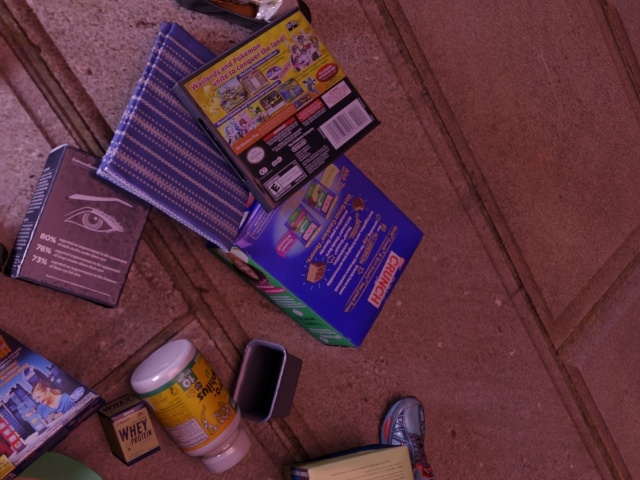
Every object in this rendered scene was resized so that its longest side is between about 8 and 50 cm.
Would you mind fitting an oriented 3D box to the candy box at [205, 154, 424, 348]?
[{"bbox_3d":[0.000,0.000,1.278,0.317,0.122,0.268,42,67,-24],"label":"candy box"}]

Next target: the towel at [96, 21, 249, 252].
[{"bbox_3d":[-0.202,-0.173,1.138,0.243,0.040,0.335,34,51,-30],"label":"towel"}]

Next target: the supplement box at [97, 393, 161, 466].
[{"bbox_3d":[-0.302,0.295,1.105,0.056,0.083,0.083,-23,100,-32],"label":"supplement box"}]

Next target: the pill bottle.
[{"bbox_3d":[-0.204,0.274,1.148,0.118,0.118,0.208,-40,109,-26],"label":"pill bottle"}]

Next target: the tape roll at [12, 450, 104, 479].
[{"bbox_3d":[-0.414,0.446,0.940,0.322,0.077,0.321,6,59,-10],"label":"tape roll"}]

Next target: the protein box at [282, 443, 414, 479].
[{"bbox_3d":[0.060,0.487,1.264,0.200,0.136,0.201,-6,78,-24],"label":"protein box"}]

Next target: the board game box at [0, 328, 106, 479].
[{"bbox_3d":[-0.442,0.218,0.983,0.194,0.060,0.194,-41,76,-20],"label":"board game box"}]

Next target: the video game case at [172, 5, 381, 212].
[{"bbox_3d":[-0.063,-0.222,1.172,0.275,0.035,0.248,-41,99,-27],"label":"video game case"}]

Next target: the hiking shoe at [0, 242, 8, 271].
[{"bbox_3d":[-0.479,0.048,0.971,0.114,0.086,0.226,-23,83,-37],"label":"hiking shoe"}]

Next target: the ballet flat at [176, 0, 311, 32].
[{"bbox_3d":[-0.118,-0.414,1.220,0.281,0.096,0.095,0,88,-33],"label":"ballet flat"}]

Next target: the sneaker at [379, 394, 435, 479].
[{"bbox_3d":[0.188,0.442,1.392,0.104,0.125,0.261,7,86,-33],"label":"sneaker"}]

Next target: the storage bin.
[{"bbox_3d":[-0.092,0.251,1.244,0.091,0.098,0.135,31,71,-57],"label":"storage bin"}]

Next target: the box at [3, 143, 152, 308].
[{"bbox_3d":[-0.357,-0.019,1.058,0.153,0.108,0.207,24,76,-31],"label":"box"}]
